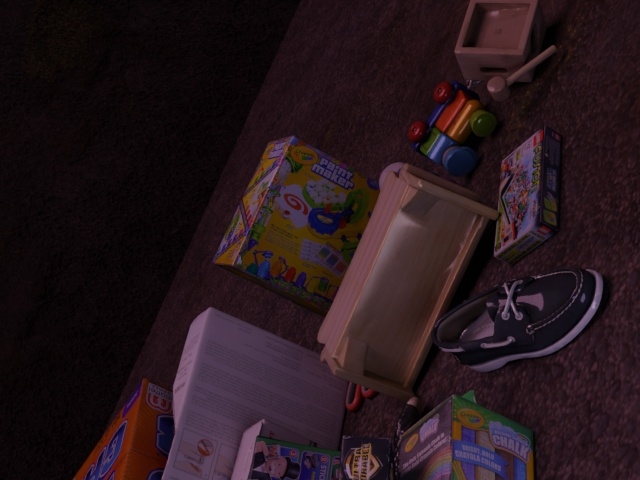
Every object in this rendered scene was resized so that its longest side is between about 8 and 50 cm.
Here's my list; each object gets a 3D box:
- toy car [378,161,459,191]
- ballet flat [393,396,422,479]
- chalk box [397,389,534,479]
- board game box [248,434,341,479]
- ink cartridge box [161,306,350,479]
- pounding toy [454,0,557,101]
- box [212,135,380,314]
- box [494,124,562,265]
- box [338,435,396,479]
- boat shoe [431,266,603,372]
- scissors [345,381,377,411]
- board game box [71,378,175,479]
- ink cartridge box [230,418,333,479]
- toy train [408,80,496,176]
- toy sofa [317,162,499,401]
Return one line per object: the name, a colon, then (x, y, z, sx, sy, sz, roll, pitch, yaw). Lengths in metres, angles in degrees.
toy car: (0.190, -0.060, 1.911, 0.136, 0.159, 0.182, -22, 29, 9)
ballet flat: (0.137, 0.322, 1.651, 0.049, 0.057, 0.173, -1, 56, 25)
chalk box: (0.188, 0.297, 1.388, 0.132, 0.132, 0.213, -48, 22, 42)
board game box: (-0.019, 0.456, 1.580, 0.046, 0.214, 0.317, 104, 177, -52)
ink cartridge box: (-0.121, 0.345, 1.889, 0.091, 0.308, 0.385, -41, 29, 50)
pounding toy: (0.338, -0.321, 1.899, 0.181, 0.094, 0.206, 7, 64, 26)
box: (-0.013, -0.016, 2.132, 0.279, 0.290, 0.177, -65, 17, -8)
box: (0.326, -0.072, 1.680, 0.114, 0.036, 0.207, -44, 26, 45)
box: (0.057, 0.444, 1.365, 0.295, 0.073, 0.293, 81, -167, -54)
boat shoe: (0.267, 0.108, 1.498, 0.302, 0.091, 0.114, -42, 28, 49)
scissors: (0.102, 0.174, 1.979, 0.109, 0.021, 0.297, -41, 29, 54)
board game box: (-0.259, 0.541, 1.910, 0.356, 0.356, 0.356, -53, 20, 29)
ink cartridge box: (-0.048, 0.404, 1.789, 0.082, 0.191, 0.139, -40, 28, 50)
toy train: (0.279, -0.241, 1.970, 0.248, 0.105, 0.143, -57, 30, 13)
toy sofa: (0.137, 0.067, 1.773, 0.177, 0.150, 0.362, -131, 64, -74)
